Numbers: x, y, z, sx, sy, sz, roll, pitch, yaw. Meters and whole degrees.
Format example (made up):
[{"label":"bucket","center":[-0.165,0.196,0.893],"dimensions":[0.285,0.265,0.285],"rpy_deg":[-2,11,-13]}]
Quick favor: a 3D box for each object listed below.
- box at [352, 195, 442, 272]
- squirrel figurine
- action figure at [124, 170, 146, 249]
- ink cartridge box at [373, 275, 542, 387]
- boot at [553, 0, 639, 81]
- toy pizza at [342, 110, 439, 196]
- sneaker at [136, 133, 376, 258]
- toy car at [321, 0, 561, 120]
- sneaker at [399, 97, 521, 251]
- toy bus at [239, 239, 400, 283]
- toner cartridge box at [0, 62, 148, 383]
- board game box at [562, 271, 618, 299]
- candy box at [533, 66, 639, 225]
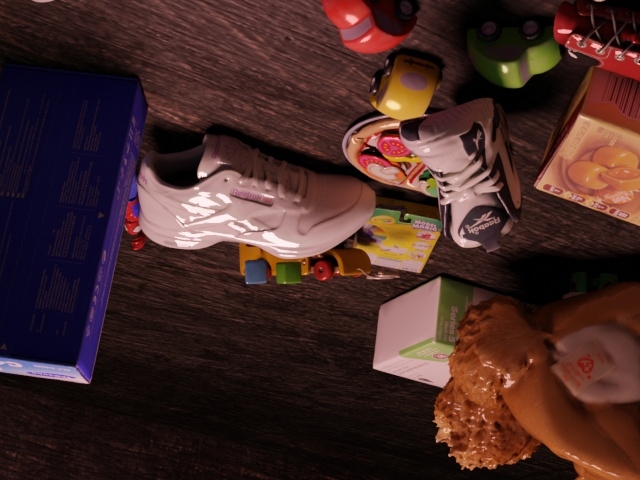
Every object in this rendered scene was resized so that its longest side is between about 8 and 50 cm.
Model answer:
[{"label":"box","center":[0.104,-0.011,1.640],"dimensions":[0.105,0.043,0.179],"rpy_deg":[11,160,-2]},{"label":"squirrel figurine","center":[0.368,0.238,1.736],"dimensions":[0.397,0.281,0.370],"rpy_deg":[12,157,23]},{"label":"action figure","center":[-0.275,-0.042,1.592],"dimensions":[0.091,0.139,0.280],"rpy_deg":[8,160,5]},{"label":"ink cartridge box","center":[0.252,0.166,1.918],"dimensions":[0.273,0.115,0.198],"rpy_deg":[17,156,-21]},{"label":"boot","center":[0.302,-0.169,1.042],"dimensions":[0.176,0.088,0.244],"rpy_deg":[16,-178,-12]},{"label":"toy pizza","center":[0.125,-0.096,1.437],"dimensions":[0.201,0.032,0.201],"rpy_deg":[7,158,3]},{"label":"sneaker","center":[-0.082,-0.058,1.498],"dimensions":[0.305,0.114,0.152],"rpy_deg":[-1,137,0]},{"label":"toy car","center":[0.130,-0.181,1.197],"dimensions":[0.225,0.053,0.239],"rpy_deg":[1,157,18]},{"label":"sneaker","center":[0.154,-0.061,1.235],"dimensions":[0.094,0.153,0.235],"rpy_deg":[-15,180,14]},{"label":"toy bus","center":[-0.013,0.000,1.622],"dimensions":[0.202,0.104,0.191],"rpy_deg":[-3,-179,-13]},{"label":"toner cartridge box","center":[-0.310,-0.024,1.356],"dimensions":[0.165,0.348,0.075],"rpy_deg":[7,159,5]},{"label":"board game box","center":[0.594,0.137,1.809],"dimensions":[0.390,0.050,0.390],"rpy_deg":[-1,156,23]},{"label":"candy box","center":[0.402,-0.070,1.248],"dimensions":[0.316,0.087,0.183],"rpy_deg":[21,159,4]}]
